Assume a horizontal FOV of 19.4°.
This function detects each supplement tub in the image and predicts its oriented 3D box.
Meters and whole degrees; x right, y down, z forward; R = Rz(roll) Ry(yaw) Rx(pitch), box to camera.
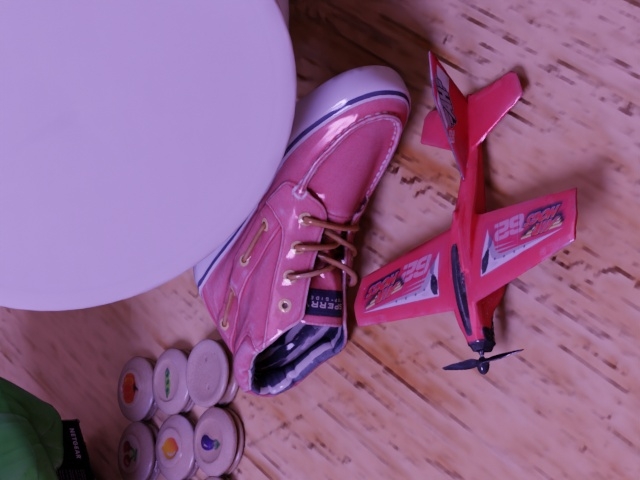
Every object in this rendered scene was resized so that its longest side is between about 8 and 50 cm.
[{"bbox_3d":[-0.150,-0.133,0.923,0.235,0.235,0.325,-64,28,22],"label":"supplement tub"}]

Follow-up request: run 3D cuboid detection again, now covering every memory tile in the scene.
[{"bbox_3d":[-0.079,0.131,1.014,0.113,0.012,0.148,-14,73,49],"label":"memory tile"}]

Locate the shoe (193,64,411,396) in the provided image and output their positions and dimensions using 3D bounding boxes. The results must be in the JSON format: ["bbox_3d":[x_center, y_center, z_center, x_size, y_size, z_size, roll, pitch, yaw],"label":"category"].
[{"bbox_3d":[0.000,0.000,0.902,0.178,0.063,0.081,-51,49,40],"label":"shoe"}]

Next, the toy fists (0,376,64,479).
[{"bbox_3d":[-0.218,0.178,1.032,0.279,0.096,0.142,-50,57,41],"label":"toy fists"}]

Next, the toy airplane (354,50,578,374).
[{"bbox_3d":[0.065,-0.013,0.845,0.151,0.028,0.151,-12,75,51],"label":"toy airplane"}]

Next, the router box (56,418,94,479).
[{"bbox_3d":[-0.161,0.211,1.068,0.133,0.046,0.179,-49,48,44],"label":"router box"}]
